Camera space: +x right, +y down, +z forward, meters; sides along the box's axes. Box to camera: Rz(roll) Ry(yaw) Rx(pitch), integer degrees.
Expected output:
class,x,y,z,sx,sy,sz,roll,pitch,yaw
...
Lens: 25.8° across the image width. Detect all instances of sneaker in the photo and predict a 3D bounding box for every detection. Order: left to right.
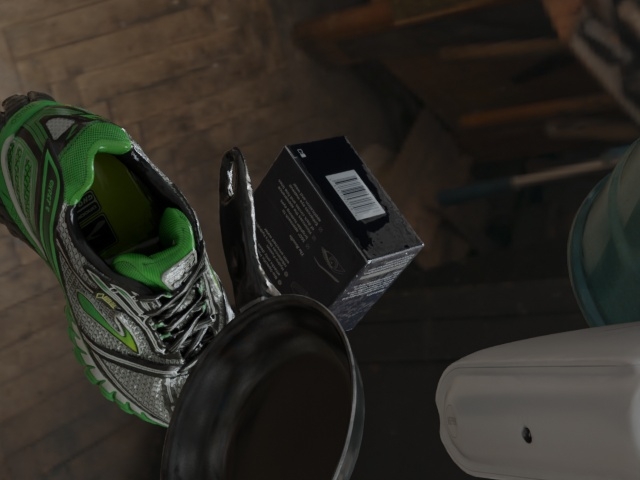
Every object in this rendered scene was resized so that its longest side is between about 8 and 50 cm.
class,x,y,z,sx,sy,sz,roll,pitch,yaw
sneaker,-0.143,0.040,1.116,0.134,0.146,0.343,-46,125,-20

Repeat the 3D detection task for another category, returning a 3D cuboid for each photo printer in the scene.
class,x,y,z,sx,sy,sz,roll,pitch,yaw
photo printer,0.247,0.115,1.033,0.256,0.307,0.107,-7,88,-23

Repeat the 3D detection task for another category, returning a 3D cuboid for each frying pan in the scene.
class,x,y,z,sx,sy,sz,roll,pitch,yaw
frying pan,-0.059,0.096,1.000,0.053,0.197,0.326,27,21,-36

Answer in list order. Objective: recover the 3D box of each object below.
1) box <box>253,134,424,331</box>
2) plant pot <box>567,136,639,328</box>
class,x,y,z,sx,sy,sz,roll,pitch,yaw
box,0.000,0.000,1.468,0.093,0.158,0.156,-15,63,-43
plant pot,0.422,-0.058,1.213,0.341,0.341,0.334,-57,166,-35
